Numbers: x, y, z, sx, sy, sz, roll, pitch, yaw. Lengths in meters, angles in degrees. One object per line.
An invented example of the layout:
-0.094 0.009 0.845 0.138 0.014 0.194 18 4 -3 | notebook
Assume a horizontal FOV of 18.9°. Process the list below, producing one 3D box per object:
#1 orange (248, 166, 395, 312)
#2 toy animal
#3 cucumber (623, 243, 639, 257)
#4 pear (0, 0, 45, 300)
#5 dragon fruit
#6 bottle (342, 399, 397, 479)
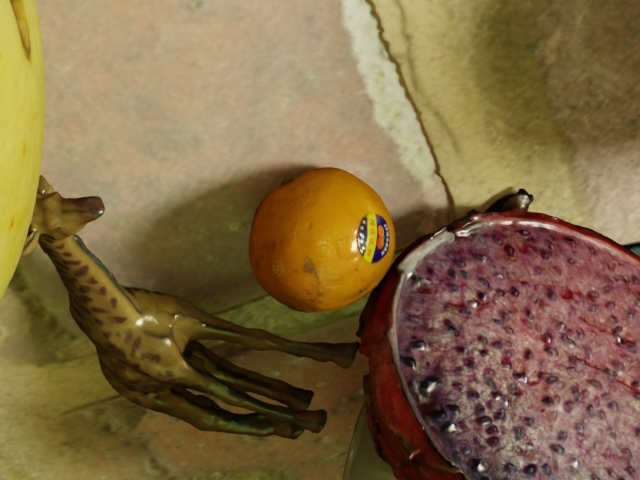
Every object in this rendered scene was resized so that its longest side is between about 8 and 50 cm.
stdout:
-0.001 0.000 1.051 0.084 0.083 0.083 -10 145 -7 | orange
-0.092 0.048 1.098 0.149 0.054 0.275 -15 140 43 | toy animal
0.176 0.061 1.219 0.115 0.062 0.116 -7 144 -1 | cucumber
-0.251 -0.049 0.710 0.309 0.309 0.309 -10 145 -7 | pear
0.109 0.102 1.110 0.218 0.223 0.148 18 141 -13 | dragon fruit
0.135 0.162 1.221 0.233 0.110 0.110 14 146 10 | bottle
